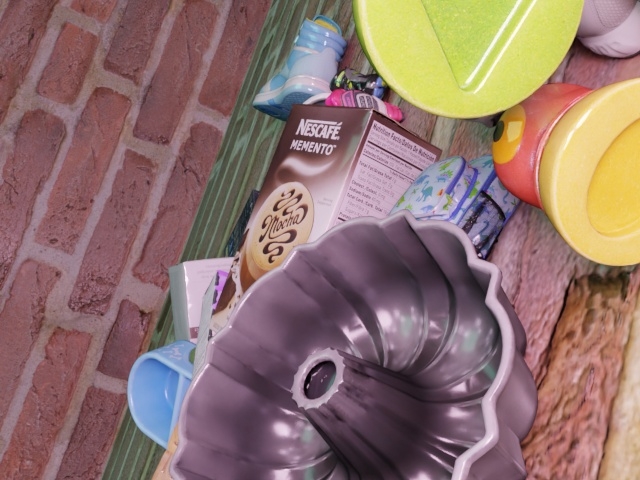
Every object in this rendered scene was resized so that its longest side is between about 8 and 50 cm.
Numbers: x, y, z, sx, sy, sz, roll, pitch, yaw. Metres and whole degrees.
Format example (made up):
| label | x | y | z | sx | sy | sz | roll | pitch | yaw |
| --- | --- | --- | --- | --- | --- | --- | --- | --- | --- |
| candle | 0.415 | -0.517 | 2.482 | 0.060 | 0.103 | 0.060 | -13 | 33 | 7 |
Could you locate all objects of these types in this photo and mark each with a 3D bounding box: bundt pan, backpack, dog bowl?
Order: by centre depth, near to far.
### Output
| label | x | y | z | sx | sy | sz | roll | pitch | yaw |
| --- | --- | --- | --- | --- | --- | --- | --- | --- | --- |
| bundt pan | 0.035 | 0.142 | 0.573 | 0.331 | 0.124 | 0.330 | -29 | 38 | 26 |
| backpack | 0.130 | -0.032 | 0.651 | 0.114 | 0.084 | 0.105 | -48 | 16 | -22 |
| dog bowl | -0.205 | 0.267 | 1.096 | 0.297 | 0.074 | 0.165 | 18 | 100 | 39 |

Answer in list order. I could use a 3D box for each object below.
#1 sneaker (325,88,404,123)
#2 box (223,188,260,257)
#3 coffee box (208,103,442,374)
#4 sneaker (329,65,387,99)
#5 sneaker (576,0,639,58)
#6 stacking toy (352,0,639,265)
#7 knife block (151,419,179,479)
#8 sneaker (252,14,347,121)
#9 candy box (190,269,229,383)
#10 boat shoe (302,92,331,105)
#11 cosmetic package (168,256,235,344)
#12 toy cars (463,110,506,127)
| label | x | y | z | sx | sy | sz | roll | pitch | yaw |
| --- | --- | --- | --- | --- | --- | --- | --- | --- | --- |
| sneaker | 0.018 | -0.077 | 1.020 | 0.299 | 0.112 | 0.121 | -71 | 18 | -5 |
| box | -0.156 | 0.020 | 1.504 | 0.183 | 0.059 | 0.232 | -61 | 20 | 24 |
| coffee box | 0.000 | 0.000 | 0.802 | 0.168 | 0.119 | 0.297 | 18 | 87 | 55 |
| sneaker | 0.059 | -0.253 | 1.153 | 0.067 | 0.078 | 0.188 | -67 | 18 | 5 |
| sneaker | 0.203 | -0.237 | 0.640 | 0.099 | 0.121 | 0.262 | -66 | 18 | 7 |
| stacking toy | 0.162 | -0.172 | 0.438 | 0.308 | 0.280 | 0.130 | -61 | 20 | 10 |
| knife block | -0.107 | 0.268 | 0.867 | 0.275 | 0.088 | 0.242 | -65 | -17 | 12 |
| sneaker | -0.038 | -0.379 | 1.516 | 0.319 | 0.127 | 0.208 | 5 | 76 | 62 |
| candy box | -0.091 | 0.151 | 0.989 | 0.070 | 0.165 | 0.196 | -59 | 20 | 32 |
| boat shoe | -0.016 | -0.141 | 1.212 | 0.302 | 0.115 | 0.091 | 118 | 166 | -60 |
| cosmetic package | -0.192 | 0.112 | 1.281 | 0.184 | 0.152 | 0.151 | 165 | 99 | -68 |
| toy cars | 0.128 | -0.209 | 0.727 | 0.087 | 0.176 | 0.393 | -25 | 29 | 8 |
